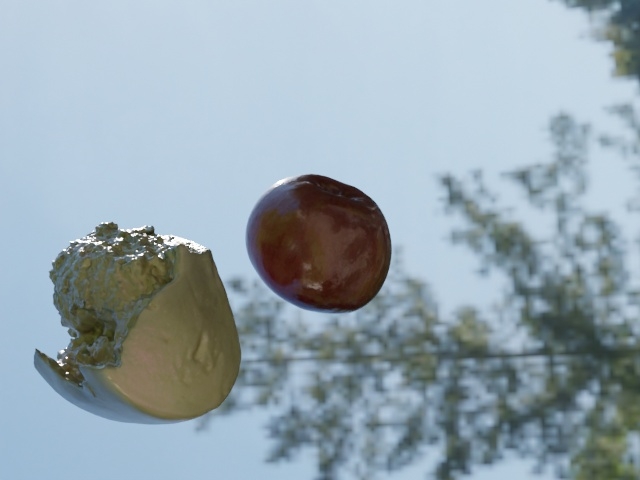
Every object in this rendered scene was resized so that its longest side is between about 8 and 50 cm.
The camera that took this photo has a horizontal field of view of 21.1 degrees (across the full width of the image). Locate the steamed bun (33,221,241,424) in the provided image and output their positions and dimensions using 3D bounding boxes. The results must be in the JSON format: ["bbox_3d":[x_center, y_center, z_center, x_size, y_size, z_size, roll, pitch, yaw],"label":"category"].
[{"bbox_3d":[-0.178,0.079,1.592,0.170,0.225,0.200,-16,-89,-21],"label":"steamed bun"}]

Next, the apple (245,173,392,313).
[{"bbox_3d":[0.000,0.000,1.721,0.120,0.153,0.153,-65,-16,19],"label":"apple"}]
